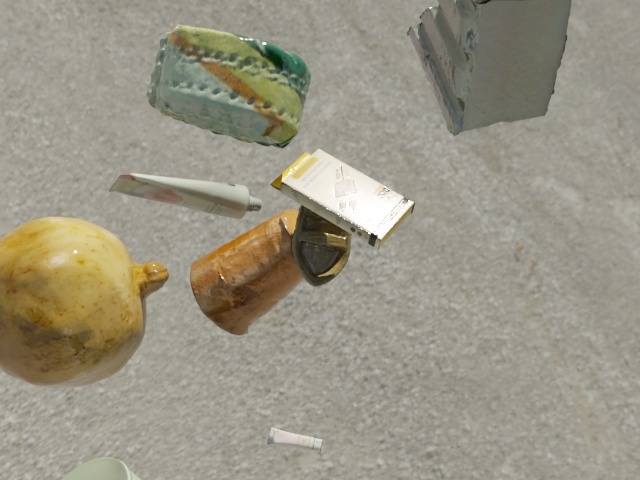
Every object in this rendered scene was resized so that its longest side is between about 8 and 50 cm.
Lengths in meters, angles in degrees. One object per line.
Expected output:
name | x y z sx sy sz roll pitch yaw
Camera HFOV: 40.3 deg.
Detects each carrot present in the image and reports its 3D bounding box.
carrot | -0.122 0.060 1.842 0.196 0.254 0.196 43 26 -28

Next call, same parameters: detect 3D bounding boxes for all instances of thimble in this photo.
thimble | -0.166 -0.281 1.595 0.288 0.254 0.167 15 89 -7

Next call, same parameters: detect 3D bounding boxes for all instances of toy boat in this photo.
toy boat | 0.000 0.000 1.723 0.116 0.061 0.188 12 83 -12

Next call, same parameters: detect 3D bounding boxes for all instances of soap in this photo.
soap | 0.230 -0.333 1.255 0.158 0.258 0.302 -9 45 -6

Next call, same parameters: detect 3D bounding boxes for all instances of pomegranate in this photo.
pomegranate | -0.521 0.125 1.859 0.410 0.410 0.410 16 57 -26

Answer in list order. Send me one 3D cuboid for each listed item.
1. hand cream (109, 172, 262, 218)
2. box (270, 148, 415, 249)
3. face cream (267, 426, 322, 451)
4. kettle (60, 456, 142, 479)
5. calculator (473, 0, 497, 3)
hand cream | -0.292 -0.101 1.953 0.340 0.124 0.078 7 73 -25
box | 0.040 -0.086 1.627 0.247 0.033 0.129 30 50 16
face cream | -0.053 0.420 1.830 0.115 0.020 0.038 10 61 3
kettle | -0.262 0.507 1.308 0.205 0.265 0.318 -37 119 -3
calculator | 0.314 -0.292 0.937 0.273 0.165 0.028 -6 84 -14
